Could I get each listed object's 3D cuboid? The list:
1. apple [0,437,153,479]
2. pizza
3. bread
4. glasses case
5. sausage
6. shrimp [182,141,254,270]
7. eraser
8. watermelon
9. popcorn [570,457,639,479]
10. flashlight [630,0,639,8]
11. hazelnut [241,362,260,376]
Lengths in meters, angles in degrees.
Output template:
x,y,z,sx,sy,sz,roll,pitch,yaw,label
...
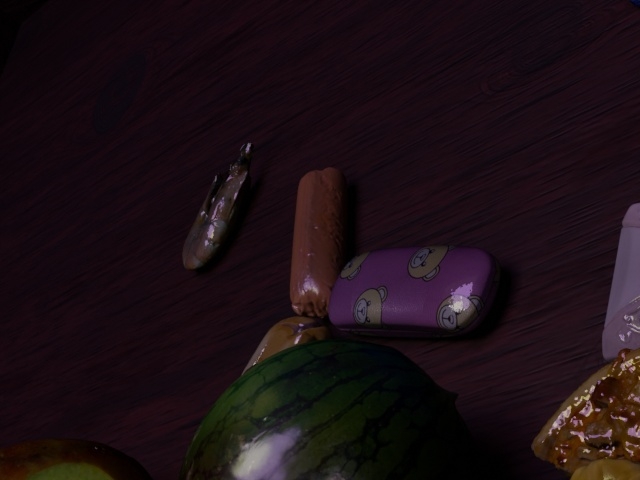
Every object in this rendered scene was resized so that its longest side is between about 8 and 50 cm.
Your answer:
x,y,z,sx,sy,sz,roll,pitch,yaw,label
-0.417,0.484,1.874,0.384,0.374,0.374,-9,40,0,apple
0.353,0.194,1.259,0.335,0.086,0.226,-27,40,37,pizza
-0.065,0.214,1.830,0.225,0.081,0.134,-61,26,-5,bread
0.122,0.070,1.707,0.316,0.076,0.123,-3,59,54,glasses case
-0.001,0.001,1.937,0.086,0.086,0.289,-33,38,34,sausage
-0.185,-0.058,2.286,0.145,0.059,0.254,-8,59,64,shrimp
0.419,0.023,1.350,0.243,0.059,0.204,-16,48,46,eraser
0.012,0.284,1.410,0.363,0.363,0.363,-35,36,31,watermelon
0.241,0.386,1.012,0.390,0.354,0.344,-28,-24,-48,popcorn
0.447,-0.316,1.661,0.035,0.057,0.121,-16,27,-3,flashlight
-0.023,0.223,1.670,0.160,0.170,0.202,-50,45,7,hazelnut
